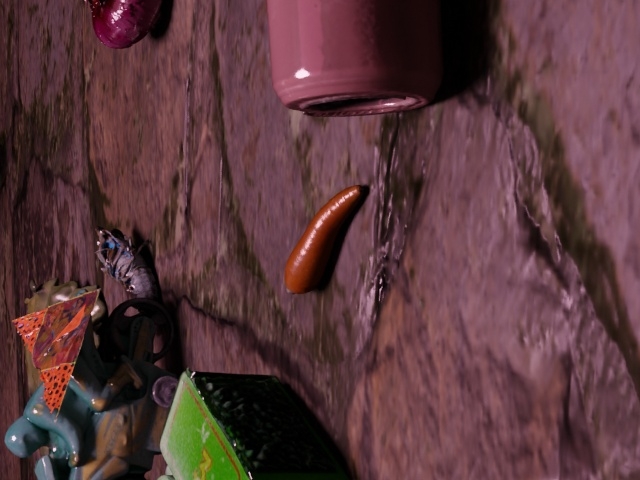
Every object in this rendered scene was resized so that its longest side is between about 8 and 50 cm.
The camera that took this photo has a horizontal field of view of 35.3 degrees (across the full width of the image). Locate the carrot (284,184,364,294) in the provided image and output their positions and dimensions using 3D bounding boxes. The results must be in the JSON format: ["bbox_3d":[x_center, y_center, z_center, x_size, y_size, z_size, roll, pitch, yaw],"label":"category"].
[{"bbox_3d":[0.000,0.000,0.862,0.142,0.035,0.035,-61,41,37],"label":"carrot"}]

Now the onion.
[{"bbox_3d":[-0.243,-0.290,1.225,0.115,0.104,0.115,-27,53,43],"label":"onion"}]

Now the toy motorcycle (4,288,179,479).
[{"bbox_3d":[-0.262,0.206,1.181,0.109,0.198,0.297,144,134,-63],"label":"toy motorcycle"}]

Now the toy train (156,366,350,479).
[{"bbox_3d":[-0.069,0.241,0.909,0.243,0.132,0.188,47,123,52],"label":"toy train"}]

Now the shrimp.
[{"bbox_3d":[-0.243,0.045,1.309,0.174,0.076,0.082,65,-175,29],"label":"shrimp"}]

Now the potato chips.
[{"bbox_3d":[-0.414,0.243,1.586,0.373,0.097,0.389,-110,32,-42],"label":"potato chips"}]

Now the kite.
[{"bbox_3d":[-0.294,0.101,1.159,0.125,0.008,0.222,-48,39,0],"label":"kite"}]

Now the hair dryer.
[{"bbox_3d":[0.086,-0.202,0.616,0.352,0.125,0.211,-3,89,55],"label":"hair dryer"}]
